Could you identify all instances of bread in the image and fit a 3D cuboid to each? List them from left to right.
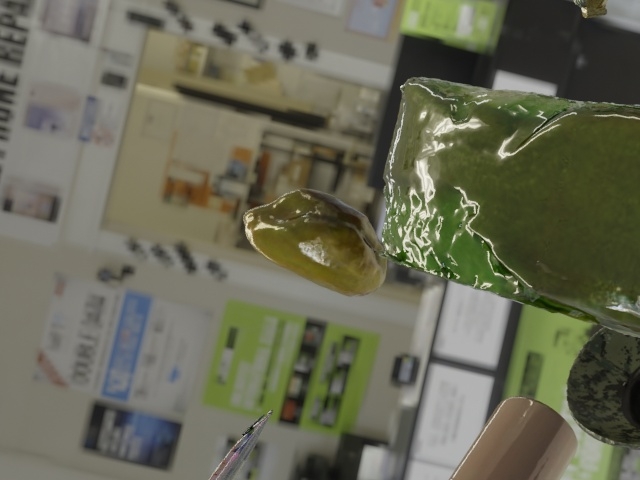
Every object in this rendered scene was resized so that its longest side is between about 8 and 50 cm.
[{"bbox_3d":[0.220,0.000,0.922,0.382,0.366,0.129,15,-89,-76],"label":"bread"}]

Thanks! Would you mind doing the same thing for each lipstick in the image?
[{"bbox_3d":[0.099,0.225,1.058,0.254,0.070,0.070,-50,-11,-33],"label":"lipstick"}]

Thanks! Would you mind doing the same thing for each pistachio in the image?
[{"bbox_3d":[-0.002,0.000,1.783,0.100,0.189,0.110,-62,2,18],"label":"pistachio"}]

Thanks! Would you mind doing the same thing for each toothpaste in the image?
[{"bbox_3d":[-0.109,0.285,1.932,0.045,0.028,0.170,-48,3,43],"label":"toothpaste"}]

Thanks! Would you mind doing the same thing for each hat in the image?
[{"bbox_3d":[0.394,0.168,1.565,0.265,0.265,0.128,-84,-28,-56],"label":"hat"}]

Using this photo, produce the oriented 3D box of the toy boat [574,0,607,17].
[{"bbox_3d":[0.221,-0.261,1.229,0.049,0.047,0.149,-168,65,-72],"label":"toy boat"}]
